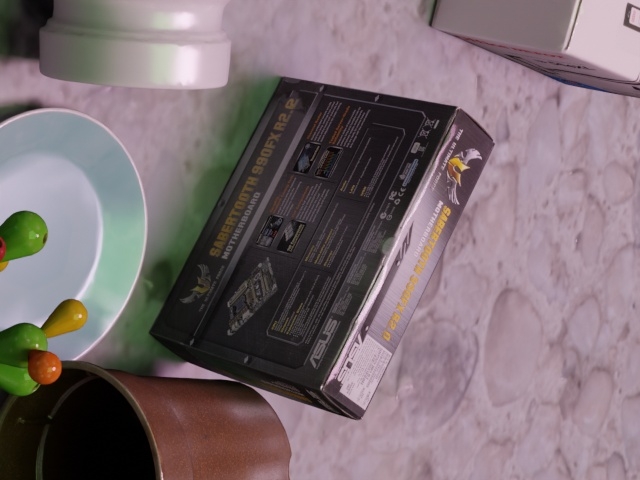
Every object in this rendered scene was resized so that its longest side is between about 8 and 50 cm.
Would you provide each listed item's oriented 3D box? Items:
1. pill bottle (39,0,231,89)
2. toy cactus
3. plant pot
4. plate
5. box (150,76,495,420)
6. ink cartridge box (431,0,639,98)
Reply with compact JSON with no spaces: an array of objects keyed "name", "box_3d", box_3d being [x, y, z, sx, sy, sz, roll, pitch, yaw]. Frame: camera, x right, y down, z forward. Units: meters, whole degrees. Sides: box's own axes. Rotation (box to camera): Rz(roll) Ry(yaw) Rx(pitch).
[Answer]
[{"name":"pill bottle","box_3d":[-0.113,-0.234,1.209,0.153,0.153,0.265,-7,106,-46]},{"name":"toy cactus","box_3d":[-0.257,0.071,1.173,0.180,0.112,0.219,24,111,-27]},{"name":"plant pot","box_3d":[-0.117,0.162,1.313,0.165,0.167,0.167,-1,101,-52]},{"name":"plate","box_3d":[-0.196,0.001,1.280,0.188,0.024,0.188,-16,113,-43]},{"name":"box","box_3d":[0.000,0.000,1.372,0.056,0.183,0.231,40,71,-44]},{"name":"ink cartridge box","box_3d":[0.214,-0.183,1.575,0.203,0.148,0.086,14,92,-47]}]
